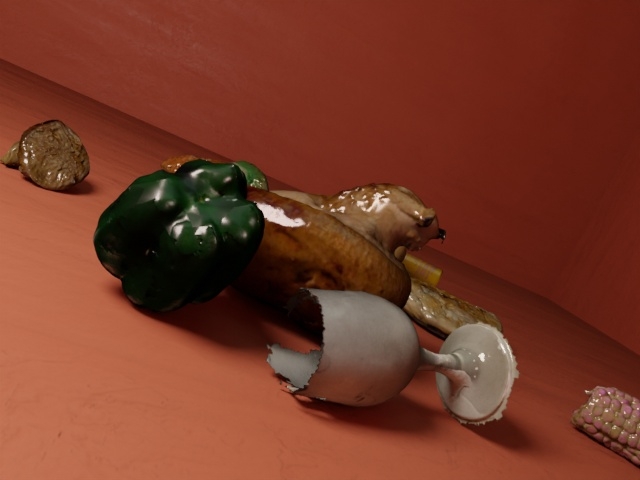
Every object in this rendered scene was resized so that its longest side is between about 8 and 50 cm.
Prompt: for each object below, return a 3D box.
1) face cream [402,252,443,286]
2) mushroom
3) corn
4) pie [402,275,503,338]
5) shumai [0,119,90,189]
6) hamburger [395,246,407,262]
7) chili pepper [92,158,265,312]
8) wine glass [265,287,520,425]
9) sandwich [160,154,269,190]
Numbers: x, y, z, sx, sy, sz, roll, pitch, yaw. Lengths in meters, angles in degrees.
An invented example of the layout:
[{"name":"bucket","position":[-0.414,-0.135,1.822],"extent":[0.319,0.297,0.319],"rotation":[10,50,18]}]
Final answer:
[{"name":"face cream","position":[0.230,0.065,1.737],"extent":[0.273,0.078,0.078],"rotation":[26,9,10]},{"name":"mushroom","position":[0.000,0.000,0.894],"extent":[0.345,0.260,0.345],"rotation":[29,0,0]},{"name":"corn","position":[0.599,0.355,0.962],"extent":[0.335,0.127,0.126],"rotation":[25,8,26]},{"name":"pie","position":[0.276,0.152,1.356],"extent":[0.339,0.077,0.339],"rotation":[24,9,-4]},{"name":"shumai","position":[-0.479,-0.146,1.022],"extent":[0.105,0.139,0.123],"rotation":[-9,-52,46]},{"name":"hamburger","position":[0.150,0.026,1.494],"extent":[0.137,0.175,0.175],"rotation":[42,12,12]},{"name":"chili pepper","position":[-0.180,0.004,0.711],"extent":[0.165,0.261,0.174],"rotation":[50,48,-2]},{"name":"wine glass","position":[0.095,0.143,0.711],"extent":[0.321,0.143,0.143],"rotation":[20,10,-33]},{"name":"sandwich","position":[-0.191,-0.092,1.165],"extent":[0.301,0.162,0.250],"rotation":[27,-4,6]}]
